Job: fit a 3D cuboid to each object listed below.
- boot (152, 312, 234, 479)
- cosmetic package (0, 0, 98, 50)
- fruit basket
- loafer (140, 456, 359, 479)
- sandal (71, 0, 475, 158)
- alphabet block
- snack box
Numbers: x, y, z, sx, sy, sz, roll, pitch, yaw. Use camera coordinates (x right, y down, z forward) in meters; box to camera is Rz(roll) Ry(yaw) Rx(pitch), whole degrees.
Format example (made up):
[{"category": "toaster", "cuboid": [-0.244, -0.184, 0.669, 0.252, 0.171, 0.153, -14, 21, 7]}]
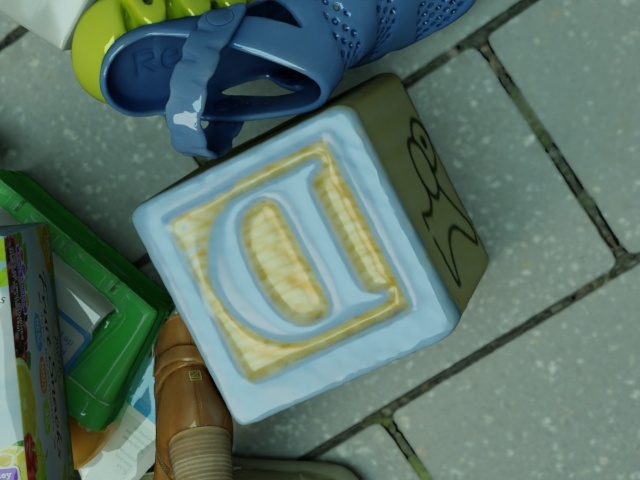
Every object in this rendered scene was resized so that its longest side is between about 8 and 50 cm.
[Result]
[{"category": "boot", "cuboid": [-0.105, 0.153, 1.263, 0.073, 0.197, 0.152, -2, 66, -19]}, {"category": "cosmetic package", "cuboid": [-0.280, -0.341, 1.243, 0.385, 0.156, 0.217, 33, 106, 5]}, {"category": "fruit basket", "cuboid": [-0.302, 0.128, 1.330, 0.327, 0.165, 0.353, 41, 88, 2]}, {"category": "loafer", "cuboid": [-0.096, 0.237, 1.368, 0.268, 0.092, 0.102, -6, 101, 15]}, {"category": "sandal", "cuboid": [-0.018, -0.144, 1.191, 0.317, 0.138, 0.126, -22, 136, -9]}, {"category": "alphabet block", "cuboid": [0.000, 0.000, 1.235, 0.193, 0.197, 0.192, -24, 96, 17]}, {"category": "snack box", "cuboid": [-0.235, 0.094, 1.169, 0.070, 0.174, 0.207, -4, 93, 0]}]
